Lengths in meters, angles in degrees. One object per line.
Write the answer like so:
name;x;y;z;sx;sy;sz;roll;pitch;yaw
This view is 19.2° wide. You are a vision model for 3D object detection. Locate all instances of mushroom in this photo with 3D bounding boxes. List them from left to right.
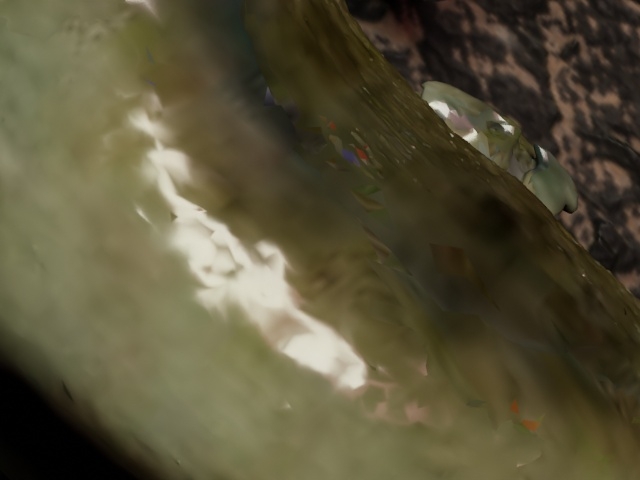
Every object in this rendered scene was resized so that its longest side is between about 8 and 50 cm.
mushroom;0.000;-0.002;0.622;0.247;0.130;0.344;-33;87;-36
